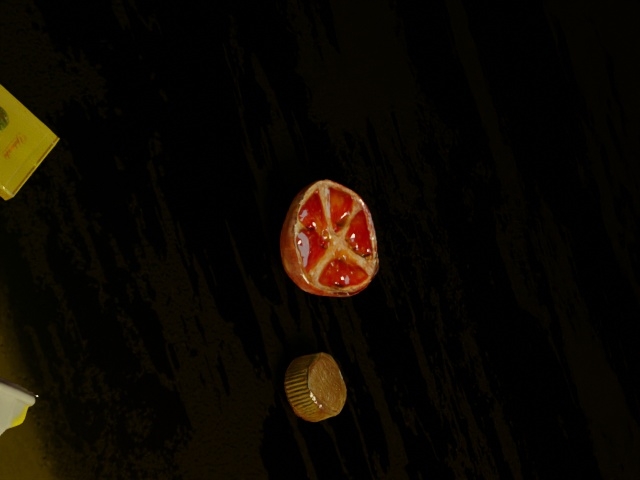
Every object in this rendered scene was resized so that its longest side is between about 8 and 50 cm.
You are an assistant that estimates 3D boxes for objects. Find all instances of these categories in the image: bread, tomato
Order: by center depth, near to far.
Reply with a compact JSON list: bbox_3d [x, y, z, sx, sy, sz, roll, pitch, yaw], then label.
[{"bbox_3d":[-0.010,0.181,1.054,0.085,0.053,0.085,31,49,-44],"label":"bread"},{"bbox_3d":[0.000,0.000,1.095,0.156,0.069,0.155,9,78,-43],"label":"tomato"}]

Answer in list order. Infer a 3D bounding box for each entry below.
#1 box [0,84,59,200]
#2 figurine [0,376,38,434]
[{"bbox_3d":[-0.337,-0.121,0.827,0.155,0.023,0.087,46,49,-27],"label":"box"},{"bbox_3d":[-0.342,0.218,0.621,0.143,0.309,0.308,86,22,-56],"label":"figurine"}]
